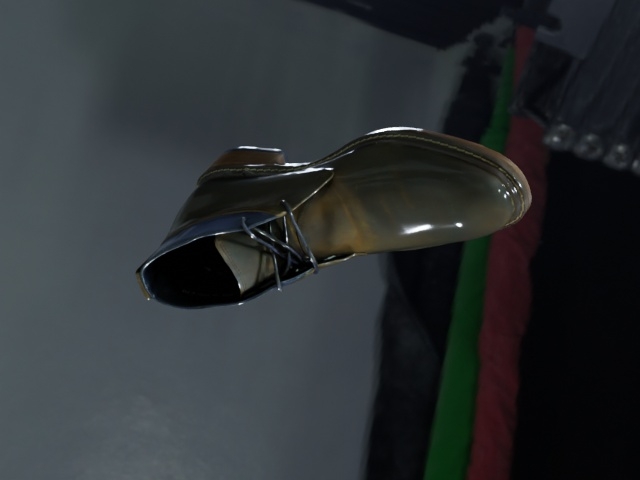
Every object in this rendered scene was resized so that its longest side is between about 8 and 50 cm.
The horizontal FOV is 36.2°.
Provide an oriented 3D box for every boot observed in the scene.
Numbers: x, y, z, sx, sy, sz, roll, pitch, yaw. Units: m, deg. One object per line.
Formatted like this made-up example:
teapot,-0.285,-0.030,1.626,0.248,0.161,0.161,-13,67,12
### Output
boot,0.000,0.000,0.536,0.219,0.082,0.106,-1,-143,38
